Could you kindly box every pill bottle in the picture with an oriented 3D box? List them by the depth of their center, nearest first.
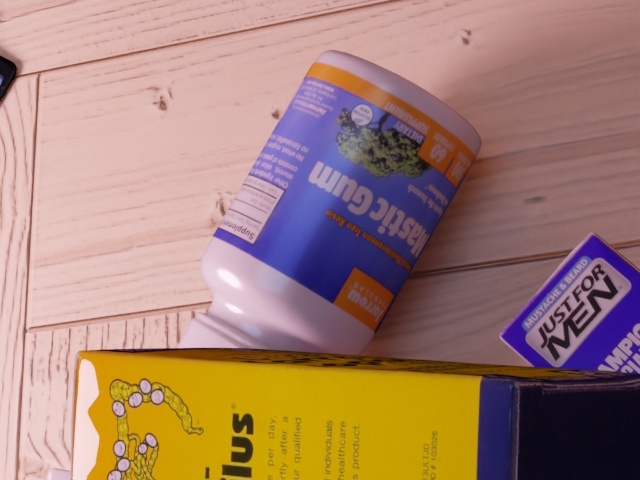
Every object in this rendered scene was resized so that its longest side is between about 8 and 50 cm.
[{"bbox_3d":[0.000,0.000,1.563,0.152,0.152,0.272,27,85,31],"label":"pill bottle"}]

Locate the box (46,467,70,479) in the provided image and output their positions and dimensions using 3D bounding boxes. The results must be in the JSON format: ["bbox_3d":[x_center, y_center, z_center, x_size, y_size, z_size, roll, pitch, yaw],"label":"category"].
[{"bbox_3d":[-0.135,0.284,1.508,0.119,0.181,0.182,5,74,26],"label":"box"}]

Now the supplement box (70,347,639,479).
[{"bbox_3d":[0.026,0.174,1.300,0.356,0.194,0.195,1,88,37],"label":"supplement box"}]

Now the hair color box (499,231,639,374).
[{"bbox_3d":[0.295,0.154,1.347,0.110,0.185,0.339,-50,59,2],"label":"hair color box"}]

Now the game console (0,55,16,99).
[{"bbox_3d":[-0.365,-0.142,1.840,0.122,0.107,0.071,-60,31,-5],"label":"game console"}]
